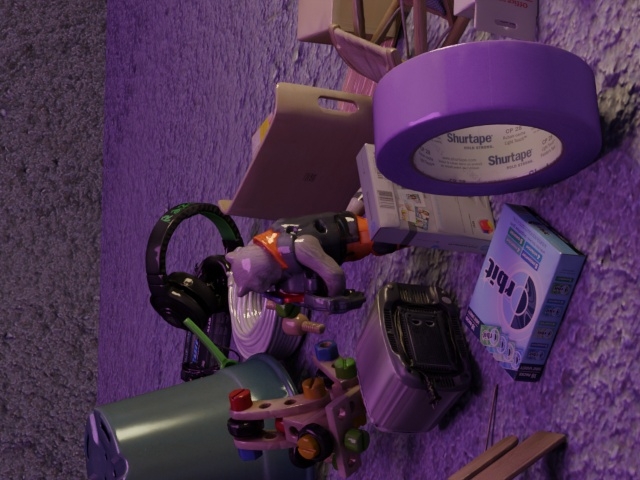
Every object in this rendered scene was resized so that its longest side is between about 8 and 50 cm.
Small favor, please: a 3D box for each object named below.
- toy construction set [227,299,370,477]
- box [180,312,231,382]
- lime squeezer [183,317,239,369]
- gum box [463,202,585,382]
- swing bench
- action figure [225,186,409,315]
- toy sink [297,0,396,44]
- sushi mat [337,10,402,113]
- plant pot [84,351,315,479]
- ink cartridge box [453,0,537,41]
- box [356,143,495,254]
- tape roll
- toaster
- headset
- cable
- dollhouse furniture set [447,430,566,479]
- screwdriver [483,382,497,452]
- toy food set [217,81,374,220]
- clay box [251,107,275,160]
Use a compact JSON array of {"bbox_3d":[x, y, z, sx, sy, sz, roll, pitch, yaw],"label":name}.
[{"bbox_3d":[0.019,0.229,1.833,0.237,0.257,0.308,5,89,48],"label":"toy construction set"},{"bbox_3d":[-0.259,0.225,2.660,0.175,0.051,0.220,-167,85,-66],"label":"box"},{"bbox_3d":[-0.187,0.289,2.402,0.110,0.059,0.310,17,133,47],"label":"lime squeezer"},{"bbox_3d":[0.262,0.066,1.534,0.157,0.041,0.184,-126,48,-57],"label":"gum box"},{"bbox_3d":[0.132,-0.346,1.796,0.253,0.165,0.254,-141,60,-62],"label":"swing bench"},{"bbox_3d":[0.000,0.000,1.783,0.341,0.330,0.178,5,113,61],"label":"action figure"},{"bbox_3d":[0.052,-0.460,2.006,0.153,0.131,0.234,-178,90,-66],"label":"toy sink"},{"bbox_3d":[0.097,-0.360,2.061,0.151,0.019,0.316,-129,51,-60],"label":"sushi mat"},{"bbox_3d":[-0.233,0.397,2.118,0.341,0.334,0.341,28,122,60],"label":"plant pot"},{"bbox_3d":[0.243,-0.361,1.620,0.060,0.104,0.180,163,112,-64],"label":"ink cartridge box"},{"bbox_3d":[0.150,-0.058,1.643,0.038,0.186,0.145,124,145,-50],"label":"box"},{"bbox_3d":[0.202,-0.143,1.438,0.275,0.275,0.090,145,129,-59],"label":"tape roll"},{"bbox_3d":[0.132,0.181,1.695,0.146,0.129,0.227,115,152,-43],"label":"toaster"},{"bbox_3d":[-0.264,0.113,2.476,0.185,0.243,0.394,0,109,41],"label":"headset"},{"bbox_3d":[-0.102,0.115,2.292,0.257,0.089,0.257,149,123,-60],"label":"cable"},{"bbox_3d":[0.256,0.336,1.490,0.151,0.123,0.144,63,157,-8],"label":"dollhouse furniture set"},{"bbox_3d":[0.228,0.279,1.590,0.024,0.025,0.169,0,75,67],"label":"screwdriver"},{"bbox_3d":[-0.028,-0.143,2.031,0.306,0.220,0.092,120,147,-43],"label":"toy food set"},{"bbox_3d":[-0.076,-0.201,2.364,0.222,0.053,0.127,139,134,-55],"label":"clay box"}]
